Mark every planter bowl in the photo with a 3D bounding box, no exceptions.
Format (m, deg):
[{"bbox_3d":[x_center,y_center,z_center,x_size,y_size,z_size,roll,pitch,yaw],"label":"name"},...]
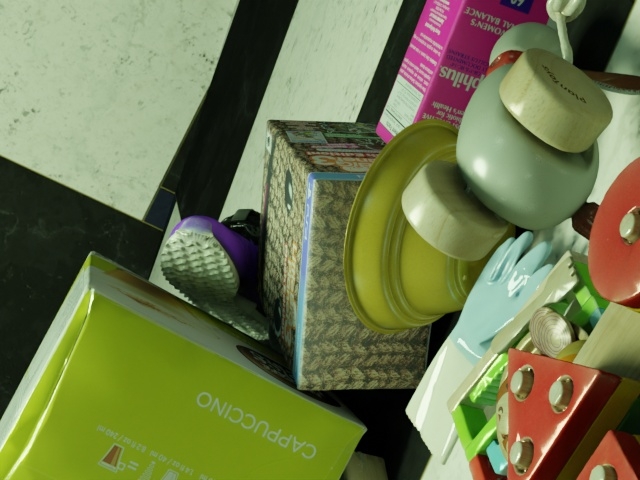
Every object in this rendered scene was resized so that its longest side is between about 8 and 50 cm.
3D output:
[{"bbox_3d":[0.124,-0.002,1.095,0.090,0.217,0.217,18,92,38],"label":"planter bowl"}]

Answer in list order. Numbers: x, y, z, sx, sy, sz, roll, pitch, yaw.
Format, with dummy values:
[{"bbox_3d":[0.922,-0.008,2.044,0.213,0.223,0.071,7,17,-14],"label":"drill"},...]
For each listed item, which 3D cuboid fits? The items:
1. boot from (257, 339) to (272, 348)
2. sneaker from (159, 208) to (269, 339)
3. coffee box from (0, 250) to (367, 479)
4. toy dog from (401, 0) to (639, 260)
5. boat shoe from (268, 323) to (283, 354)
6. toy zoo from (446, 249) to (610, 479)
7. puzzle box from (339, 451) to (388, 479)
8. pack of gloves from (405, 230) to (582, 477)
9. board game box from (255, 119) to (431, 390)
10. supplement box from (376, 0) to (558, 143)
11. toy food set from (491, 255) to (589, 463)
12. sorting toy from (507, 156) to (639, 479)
[{"bbox_3d":[-0.087,0.191,1.698,0.229,0.091,0.263,132,154,-65],"label":"boot"},{"bbox_3d":[-0.120,0.013,1.489,0.293,0.102,0.146,69,-146,-62],"label":"sneaker"},{"bbox_3d":[-0.197,0.251,1.322,0.338,0.337,0.334,-61,12,-1],"label":"coffee box"},{"bbox_3d":[0.199,-0.087,0.946,0.220,0.161,0.333,-46,7,50],"label":"toy dog"},{"bbox_3d":[0.002,0.002,1.518,0.103,0.118,0.320,-93,15,-74],"label":"boat shoe"},{"bbox_3d":[0.190,0.171,0.854,0.192,0.030,0.293,-57,29,32],"label":"toy zoo"},{"bbox_3d":[-0.016,0.463,1.247,0.272,0.052,0.409,-100,31,-57],"label":"puzzle box"},{"bbox_3d":[0.179,0.122,0.998,0.232,0.046,0.195,-64,34,23],"label":"pack of gloves"},{"bbox_3d":[0.023,0.005,1.304,0.291,0.141,0.232,-125,37,-69],"label":"board game box"},{"bbox_3d":[0.157,-0.183,1.202,0.114,0.111,0.220,-117,45,-65],"label":"supplement box"},{"bbox_3d":[0.165,0.114,0.855,0.132,0.038,0.192,-54,31,38],"label":"toy food set"},{"bbox_3d":[0.189,0.086,0.619,0.255,0.089,0.257,-103,35,-59],"label":"sorting toy"}]
